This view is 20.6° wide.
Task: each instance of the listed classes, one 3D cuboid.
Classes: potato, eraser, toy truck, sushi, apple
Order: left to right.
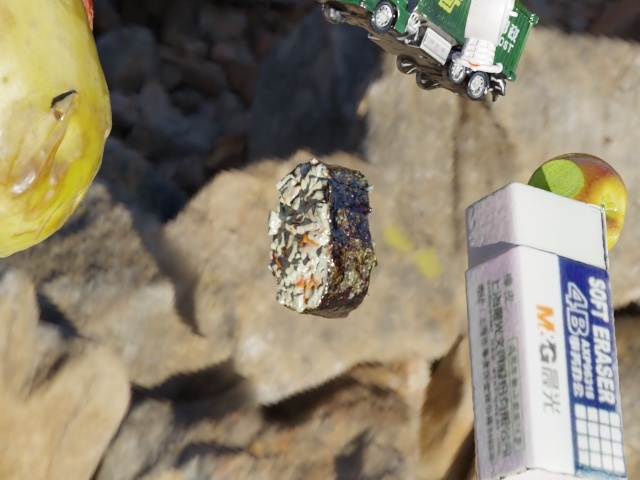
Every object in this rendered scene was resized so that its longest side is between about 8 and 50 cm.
[{"bbox_3d":[-0.243,-0.098,1.132,0.196,0.246,0.299,7,16,-20],"label":"potato"},{"bbox_3d":[0.000,0.000,1.693,0.078,0.091,0.150,13,74,-43],"label":"sushi"},{"bbox_3d":[0.107,-0.232,1.783,0.259,0.088,0.121,29,81,-48],"label":"toy truck"},{"bbox_3d":[0.211,0.099,1.662,0.130,0.086,0.287,14,63,-30],"label":"eraser"},{"bbox_3d":[0.269,-0.033,1.837,0.102,0.099,0.114,19,67,44],"label":"apple"}]

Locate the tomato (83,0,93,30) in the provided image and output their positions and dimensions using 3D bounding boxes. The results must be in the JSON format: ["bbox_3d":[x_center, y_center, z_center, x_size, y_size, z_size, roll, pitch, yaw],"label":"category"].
[{"bbox_3d":[-0.362,-0.203,1.547,0.322,0.321,0.321,10,51,-13],"label":"tomato"}]

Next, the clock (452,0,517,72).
[{"bbox_3d":[0.137,-0.181,1.415,0.041,0.087,0.129,15,12,7],"label":"clock"}]
